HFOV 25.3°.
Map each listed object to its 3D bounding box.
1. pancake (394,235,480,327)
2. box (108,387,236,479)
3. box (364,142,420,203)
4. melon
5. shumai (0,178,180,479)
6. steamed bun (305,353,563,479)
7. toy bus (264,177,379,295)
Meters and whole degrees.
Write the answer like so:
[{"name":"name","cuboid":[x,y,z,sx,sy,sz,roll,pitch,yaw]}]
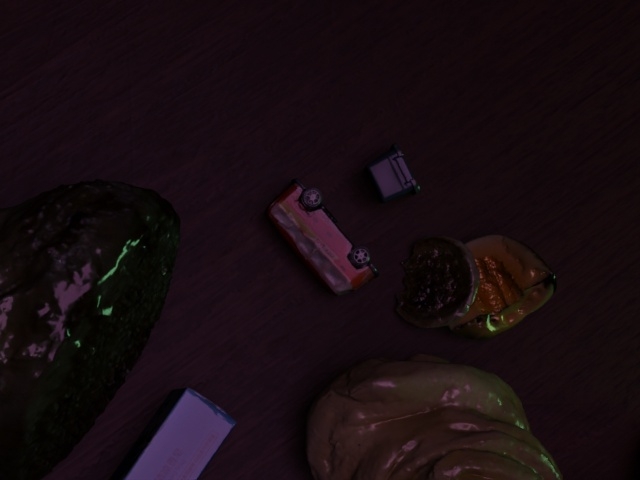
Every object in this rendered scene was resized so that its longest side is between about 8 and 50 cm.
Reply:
[{"name":"pancake","cuboid":[0.160,0.057,1.937,0.116,0.022,0.130,4,80,26]},{"name":"box","cuboid":[-0.210,0.299,1.785,0.083,0.142,0.232,35,77,-7]},{"name":"box","cuboid":[0.095,-0.086,1.932,0.054,0.099,0.074,-28,90,0]},{"name":"melon","cuboid":[0.242,0.057,1.956,0.160,0.079,0.128,-30,69,15]},{"name":"shumai","cuboid":[-0.390,0.070,1.710,0.348,0.395,0.395,25,77,11]},{"name":"steamed bun","cuboid":[0.157,0.325,1.831,0.324,0.230,0.372,-8,87,-11]},{"name":"toy bus","cuboid":[0.000,0.000,1.909,0.077,0.079,0.174,-40,94,-6]}]
